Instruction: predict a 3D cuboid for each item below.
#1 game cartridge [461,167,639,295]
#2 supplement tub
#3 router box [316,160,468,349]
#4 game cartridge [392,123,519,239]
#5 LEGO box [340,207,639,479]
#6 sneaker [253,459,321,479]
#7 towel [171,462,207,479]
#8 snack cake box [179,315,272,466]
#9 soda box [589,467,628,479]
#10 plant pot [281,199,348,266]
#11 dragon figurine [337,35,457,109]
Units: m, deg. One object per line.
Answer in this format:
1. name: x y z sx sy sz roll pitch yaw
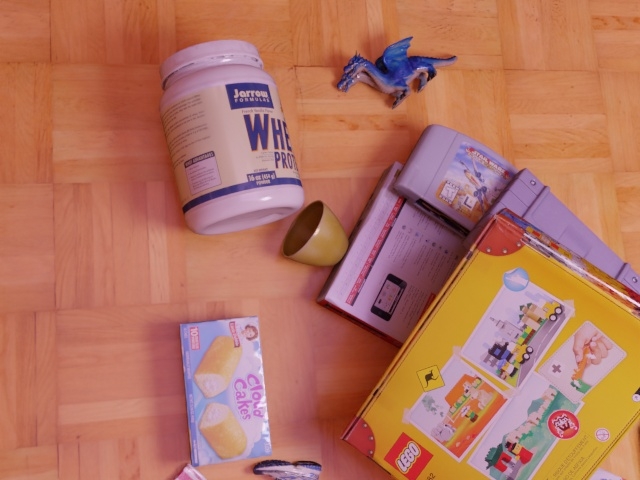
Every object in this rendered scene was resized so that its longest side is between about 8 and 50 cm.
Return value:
1. game cartridge: 0.472 0.051 1.436 0.355 0.068 0.230 43 61 -2
2. supplement tub: -0.177 -0.192 1.385 0.235 0.235 0.325 -13 84 -14
3. router box: 0.200 0.054 1.506 0.301 0.082 0.336 30 76 -6
4. game cartridge: 0.314 -0.106 1.494 0.297 0.062 0.198 32 70 -5
5. LEGO box: 0.333 0.254 1.283 0.372 0.193 0.500 36 106 13
6. sneaker: -0.065 0.460 1.395 0.135 0.052 0.058 7 83 -11
7. towel: -0.269 0.539 1.346 0.197 0.029 0.144 -44 92 -16
8. snack cake box: -0.184 0.284 1.378 0.152 0.089 0.265 -5 82 -13
9. soda box: 0.623 0.546 1.509 0.286 0.098 0.091 25 76 -7
10. plant pot: 0.000 0.000 1.455 0.095 0.134 0.134 34 75 -22
11. dragon figurine: 0.176 -0.387 1.574 0.289 0.085 0.144 -35 90 -14
